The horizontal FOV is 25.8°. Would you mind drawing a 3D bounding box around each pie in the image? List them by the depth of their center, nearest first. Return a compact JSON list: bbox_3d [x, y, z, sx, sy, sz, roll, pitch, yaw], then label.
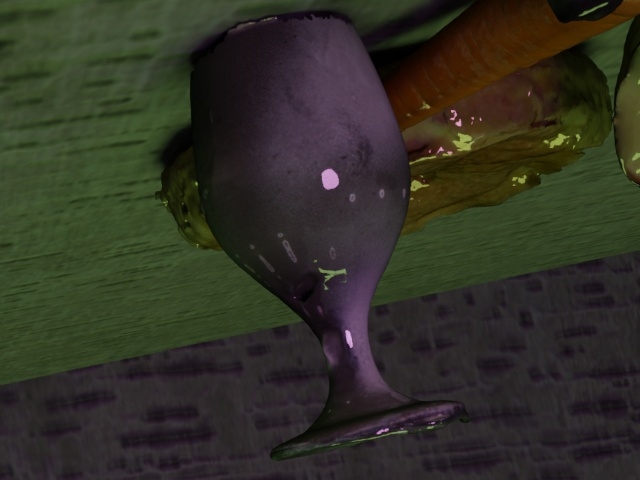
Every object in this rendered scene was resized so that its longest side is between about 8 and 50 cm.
[{"bbox_3d":[0.053,-0.059,1.030,0.339,0.083,0.339,-12,168,-3],"label":"pie"}]

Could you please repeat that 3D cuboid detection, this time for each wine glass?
[{"bbox_3d":[0.000,0.000,0.800,0.126,0.241,0.126,-13,170,-2],"label":"wine glass"}]

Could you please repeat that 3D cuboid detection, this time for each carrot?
[{"bbox_3d":[0.106,-0.118,0.793,0.062,0.066,0.271,17,155,-29],"label":"carrot"}]

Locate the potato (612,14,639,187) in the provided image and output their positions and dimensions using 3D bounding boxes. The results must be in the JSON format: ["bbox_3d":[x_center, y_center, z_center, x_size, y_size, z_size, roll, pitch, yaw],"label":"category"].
[{"bbox_3d":[0.309,-0.123,0.896,0.272,0.160,0.111,-6,-153,-2],"label":"potato"}]

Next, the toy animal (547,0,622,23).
[{"bbox_3d":[0.147,-0.157,0.554,0.121,0.093,0.225,-20,172,-18],"label":"toy animal"}]
